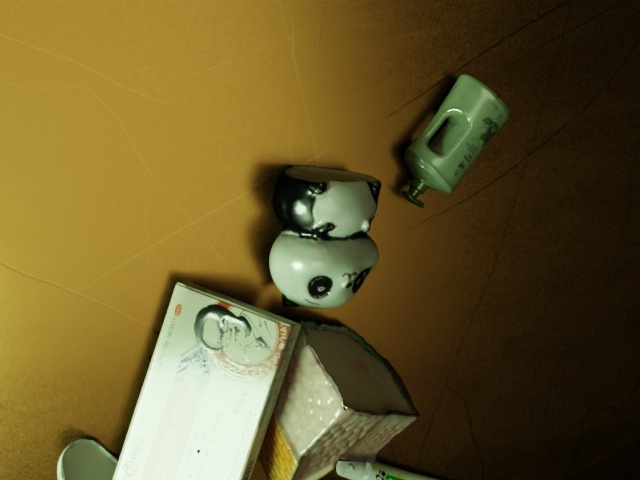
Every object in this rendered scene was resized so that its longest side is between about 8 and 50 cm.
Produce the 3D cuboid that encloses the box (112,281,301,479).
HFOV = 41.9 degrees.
[{"bbox_3d":[-0.187,0.267,1.366,0.214,0.069,0.353,19,91,17],"label":"box"}]

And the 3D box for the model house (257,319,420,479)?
[{"bbox_3d":[-0.005,0.295,1.444,0.237,0.202,0.237,-48,146,18],"label":"model house"}]

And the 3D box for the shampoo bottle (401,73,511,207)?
[{"bbox_3d":[0.223,-0.164,1.462,0.118,0.087,0.234,37,89,-24],"label":"shampoo bottle"}]

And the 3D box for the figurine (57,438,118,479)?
[{"bbox_3d":[-0.394,0.468,1.403,0.141,0.167,0.249,-29,84,27],"label":"figurine"}]

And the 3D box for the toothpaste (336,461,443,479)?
[{"bbox_3d":[0.167,0.473,1.603,0.315,0.056,0.058,24,133,-24],"label":"toothpaste"}]

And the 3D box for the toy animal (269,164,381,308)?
[{"bbox_3d":[0.005,-0.002,1.383,0.187,0.165,0.235,-3,100,-35],"label":"toy animal"}]
